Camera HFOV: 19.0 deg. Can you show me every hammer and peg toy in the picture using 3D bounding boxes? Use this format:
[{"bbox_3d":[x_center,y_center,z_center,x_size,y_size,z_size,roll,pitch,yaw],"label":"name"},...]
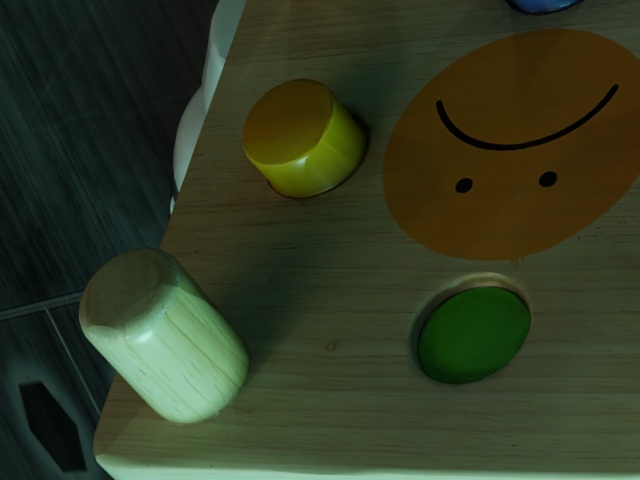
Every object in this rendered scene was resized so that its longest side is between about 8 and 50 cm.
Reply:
[{"bbox_3d":[0.117,-0.034,0.604,0.361,0.266,0.127,-3,143,28],"label":"hammer and peg toy"}]

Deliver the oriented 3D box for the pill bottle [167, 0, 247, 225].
[{"bbox_3d":[0.000,0.000,0.989,0.161,0.161,0.283,42,144,27],"label":"pill bottle"}]
